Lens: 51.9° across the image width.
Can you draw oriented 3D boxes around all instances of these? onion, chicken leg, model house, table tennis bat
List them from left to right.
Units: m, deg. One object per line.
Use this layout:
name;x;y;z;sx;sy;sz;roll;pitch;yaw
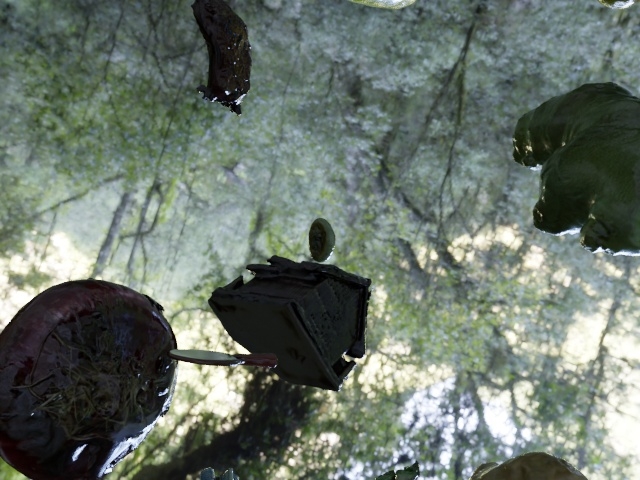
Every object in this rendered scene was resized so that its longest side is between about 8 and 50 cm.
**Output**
onion;-0.362;0.206;1.007;0.232;0.314;0.314;7;173;43
chicken leg;-0.171;-0.326;1.159;0.105;0.234;0.063;-21;-141;-31
table tennis bat;-0.132;0.160;0.899;0.154;0.019;0.098;9;176;-27
model house;-0.047;0.172;1.615;0.317;0.297;0.282;1;-149;32

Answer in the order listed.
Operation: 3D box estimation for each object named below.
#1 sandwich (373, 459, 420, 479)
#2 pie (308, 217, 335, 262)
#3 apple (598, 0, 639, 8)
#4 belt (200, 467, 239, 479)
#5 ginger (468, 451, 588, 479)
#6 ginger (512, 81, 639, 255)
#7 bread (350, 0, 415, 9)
sandwich;0.145;0.639;1.406;0.109;0.292;0.212;1;180;18
pie;-0.001;0.000;1.218;0.021;0.084;0.084;-2;-164;-35
apple;0.428;-0.375;0.930;0.074;0.090;0.089;17;-178;18
belt;-0.283;0.584;1.391;0.087;0.302;0.072;36;-159;-25
ginger;0.145;0.336;0.630;0.126;0.354;0.190;21;-159;-11
ginger;0.242;-0.072;0.584;0.089;0.137;0.290;30;-149;-14
bread;-0.039;-0.352;0.606;0.376;0.208;0.251;-4;-135;-47
